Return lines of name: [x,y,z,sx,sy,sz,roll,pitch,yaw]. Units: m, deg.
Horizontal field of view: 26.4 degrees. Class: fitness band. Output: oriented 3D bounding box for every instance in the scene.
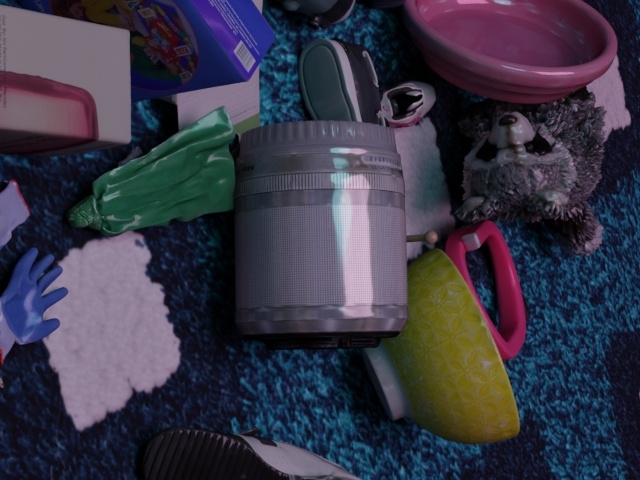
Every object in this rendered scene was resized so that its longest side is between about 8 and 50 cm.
fitness band: [0.262,0.077,2.115,0.209,0.054,0.291,70,19,-4]

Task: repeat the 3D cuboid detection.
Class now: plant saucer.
plant saucer: [0.280,-0.306,2.078,0.332,0.332,0.084,-37,148,-47]

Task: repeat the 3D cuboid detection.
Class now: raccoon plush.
raccoon plush: [0.370,-0.054,2.136,0.446,0.216,0.299,46,38,-32]

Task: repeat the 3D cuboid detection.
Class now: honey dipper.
honey dipper: [0.094,-0.001,1.893,0.030,0.160,0.030,9,79,-51]

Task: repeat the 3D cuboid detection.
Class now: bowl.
bowl: [0.149,0.171,1.921,0.156,0.289,0.289,-23,109,-5]

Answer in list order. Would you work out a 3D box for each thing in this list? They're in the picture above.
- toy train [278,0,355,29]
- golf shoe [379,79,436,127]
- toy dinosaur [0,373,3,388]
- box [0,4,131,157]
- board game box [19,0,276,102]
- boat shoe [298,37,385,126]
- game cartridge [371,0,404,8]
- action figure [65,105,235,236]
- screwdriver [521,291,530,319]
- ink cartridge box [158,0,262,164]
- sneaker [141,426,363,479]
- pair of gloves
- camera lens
toy train: [-0.053,-0.413,1.790,0.334,0.142,0.190,28,76,-48]
golf shoe: [0.127,-0.199,2.018,0.186,0.086,0.067,-25,104,-51]
toy dinosaur: [-0.422,0.096,1.267,0.218,0.164,0.322,12,96,-34]
box: [-0.327,-0.161,1.402,0.232,0.148,0.127,3,84,-50]
board game box: [-0.237,-0.306,1.461,0.347,0.233,0.078,54,48,-33]
boat shoe: [0.049,-0.132,1.890,0.091,0.114,0.303,-7,91,-48]
game cartridge: [0.091,-0.518,1.923,0.068,0.230,0.355,-8,93,-10]
action figure: [-0.201,-0.064,1.606,0.232,0.063,0.137,-26,120,-39]
screwdriver: [0.310,0.059,2.273,0.024,0.025,0.170,-39,107,-45]
ink cartridge box: [-0.142,-0.199,1.712,0.171,0.056,0.235,-32,135,-47]
sneaker: [-0.082,0.301,1.697,0.330,0.146,0.122,23,93,-24]
pair of gloves: [-0.331,0.025,1.444,0.159,0.023,0.198,-58,134,-59]
camera lens: [0.000,0.000,1.729,0.219,0.219,0.274,5,82,-51]
